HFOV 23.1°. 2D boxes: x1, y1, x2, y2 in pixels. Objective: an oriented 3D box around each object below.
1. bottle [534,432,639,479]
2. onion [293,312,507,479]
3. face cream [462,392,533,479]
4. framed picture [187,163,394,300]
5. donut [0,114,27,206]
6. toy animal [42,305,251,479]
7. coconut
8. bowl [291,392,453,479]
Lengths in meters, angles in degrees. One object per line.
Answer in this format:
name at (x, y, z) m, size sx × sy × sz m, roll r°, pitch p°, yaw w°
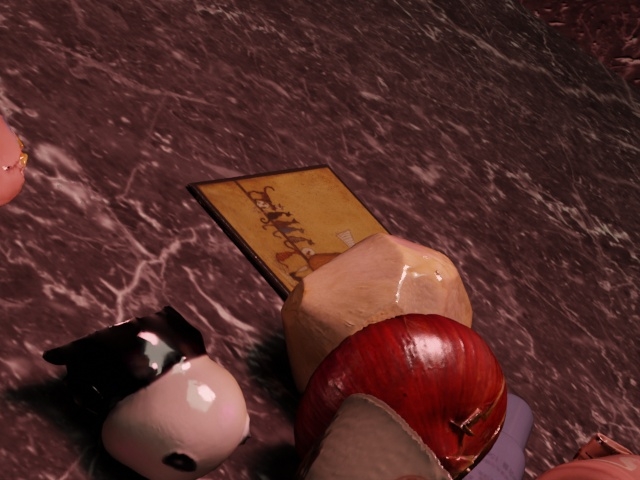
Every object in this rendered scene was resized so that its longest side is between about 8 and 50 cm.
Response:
bottle at (0.348, 0.323, 1.852) m, size 0.206 × 0.173 × 0.297 m, roll 50°, pitch 22°, yaw 23°
onion at (0.084, 0.189, 1.641) m, size 0.248 × 0.248 × 0.161 m, roll 28°, pitch 38°, yaw -23°
face cream at (0.167, 0.299, 1.761) m, size 0.135 × 0.086 × 0.385 m, roll 44°, pitch 33°, yaw -6°
framed picture at (0.000, 0.000, 2.089) m, size 0.255 × 0.014 × 0.338 m, roll 49°, pitch 27°, yaw 18°
donut at (-0.413, -0.104, 1.631) m, size 0.233 × 0.085 × 0.199 m, roll 44°, pitch 27°, yaw 10°
toy animal at (-0.163, 0.154, 1.515) m, size 0.166 × 0.138 × 0.179 m, roll -29°, pitch 78°, yaw -41°
coconut at (0.061, 0.098, 1.787) m, size 0.237 × 0.237 × 0.197 m, roll 25°, pitch 25°, yaw -27°
bowl at (0.045, 0.320, 1.418) m, size 0.157 × 0.337 × 0.337 m, roll -26°, pitch 61°, yaw -18°
